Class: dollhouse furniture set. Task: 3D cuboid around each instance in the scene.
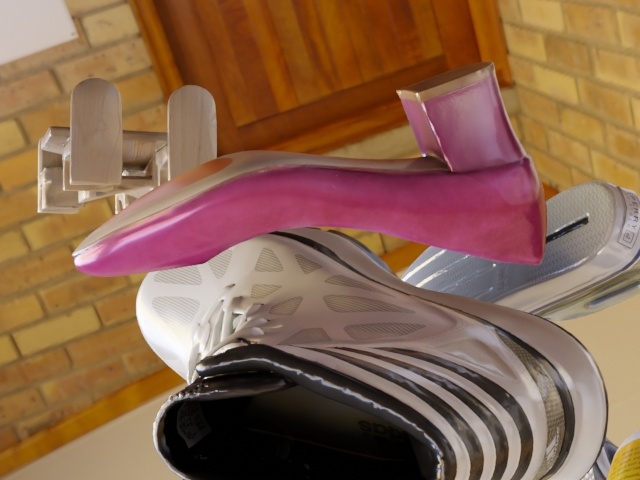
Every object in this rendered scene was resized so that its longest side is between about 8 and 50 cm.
[{"bbox_3d":[-0.387,-0.185,1.341,0.394,0.256,0.362,1,175,-24],"label":"dollhouse furniture set"}]

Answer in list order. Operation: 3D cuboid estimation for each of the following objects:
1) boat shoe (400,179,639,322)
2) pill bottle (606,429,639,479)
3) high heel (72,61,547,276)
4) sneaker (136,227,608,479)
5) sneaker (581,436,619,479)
[{"bbox_3d":[0.170,0.043,0.773,0.302,0.094,0.109,-28,-138,54],"label":"boat shoe"},{"bbox_3d":[0.252,0.203,0.624,0.118,0.117,0.208,-1,-146,35],"label":"pill bottle"},{"bbox_3d":[0.000,0.000,0.478,0.244,0.117,0.082,-23,-165,-7],"label":"high heel"},{"bbox_3d":[-0.049,0.075,0.654,0.447,0.169,0.257,12,-175,42],"label":"sneaker"},{"bbox_3d":[0.362,0.280,0.974,0.163,0.086,0.226,10,-164,-4],"label":"sneaker"}]
